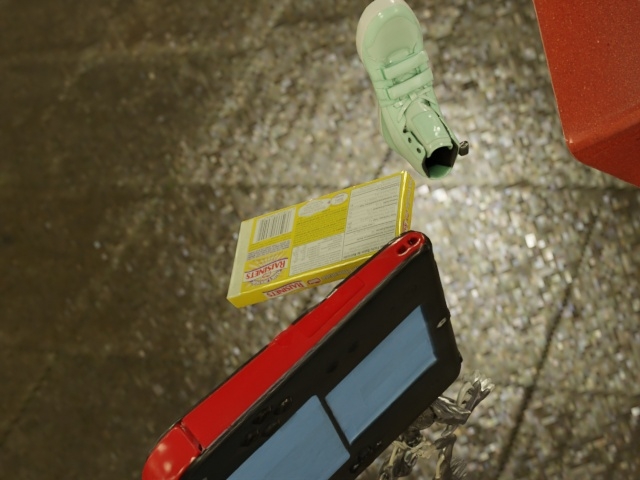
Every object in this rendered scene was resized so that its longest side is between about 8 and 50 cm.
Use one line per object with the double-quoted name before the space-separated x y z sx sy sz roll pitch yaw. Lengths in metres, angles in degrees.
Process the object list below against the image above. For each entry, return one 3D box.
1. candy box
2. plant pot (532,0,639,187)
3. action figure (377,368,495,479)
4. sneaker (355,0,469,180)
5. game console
"candy box" 0.000 0.000 1.537 0.206 0.027 0.105 -16 48 29
"plant pot" 0.338 -0.201 1.219 0.236 0.267 0.267 -21 69 33
"action figure" 0.129 0.215 1.932 0.164 0.275 0.141 15 50 17
"sneaker" 0.129 -0.197 1.975 0.094 0.256 0.151 -28 45 -13
"game console" 0.001 0.176 1.476 0.342 0.386 0.060 -39 67 -8
